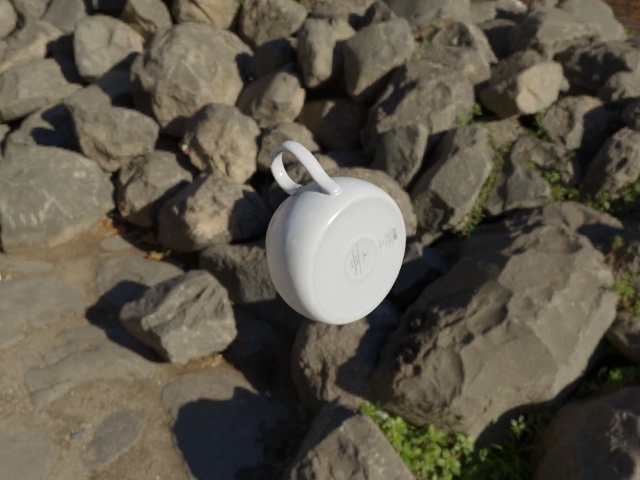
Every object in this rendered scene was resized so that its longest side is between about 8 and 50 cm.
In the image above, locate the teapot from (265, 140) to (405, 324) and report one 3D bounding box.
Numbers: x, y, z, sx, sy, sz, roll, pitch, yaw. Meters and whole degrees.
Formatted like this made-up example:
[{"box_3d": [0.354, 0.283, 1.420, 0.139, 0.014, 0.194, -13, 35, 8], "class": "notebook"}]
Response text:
[{"box_3d": [0.000, 0.000, 1.079, 0.187, 0.256, 0.253, 25, 4, 43], "class": "teapot"}]
